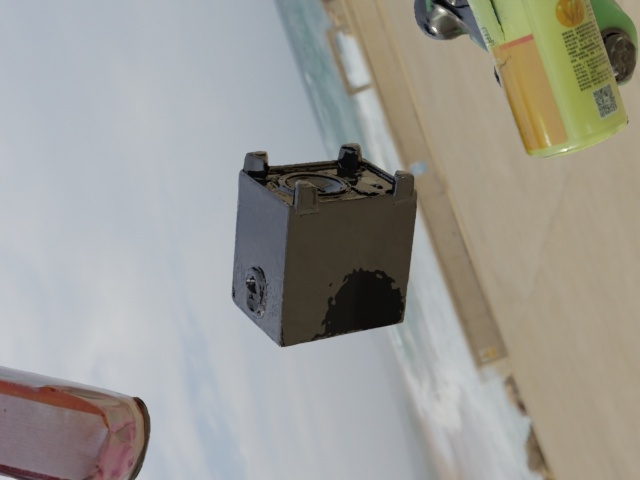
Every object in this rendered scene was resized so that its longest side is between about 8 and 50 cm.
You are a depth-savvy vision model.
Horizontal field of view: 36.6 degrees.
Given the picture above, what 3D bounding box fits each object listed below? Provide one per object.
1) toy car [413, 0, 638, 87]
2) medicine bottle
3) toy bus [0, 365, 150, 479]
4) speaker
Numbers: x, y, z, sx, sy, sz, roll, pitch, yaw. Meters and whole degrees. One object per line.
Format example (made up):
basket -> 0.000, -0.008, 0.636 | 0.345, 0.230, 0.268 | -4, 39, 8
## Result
toy car -> 0.270, -0.328, 1.273 | 0.358, 0.176, 0.213 | 28, 170, -32
medicine bottle -> 0.234, -0.213, 1.025 | 0.124, 0.124, 0.239 | -96, -17, -80
toy bus -> -0.360, 0.217, 1.140 | 0.147, 0.302, 0.128 | 76, -153, -81
speaker -> 0.000, 0.000, 1.476 | 0.184, 0.232, 0.254 | 35, 127, 53
